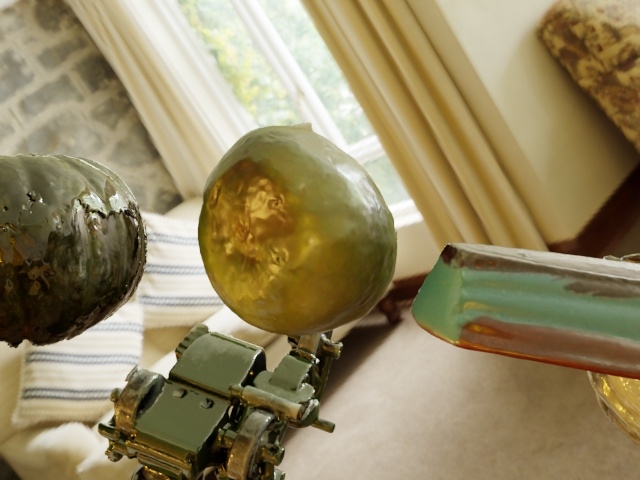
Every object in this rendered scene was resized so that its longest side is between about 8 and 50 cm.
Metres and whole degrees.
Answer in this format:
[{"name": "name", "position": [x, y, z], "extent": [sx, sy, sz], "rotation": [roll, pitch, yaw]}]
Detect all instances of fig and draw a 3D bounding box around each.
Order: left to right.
[{"name": "fig", "position": [-0.016, 0.000, 0.765], "extent": [0.167, 0.167, 0.233], "rotation": [-33, -14, -1]}]

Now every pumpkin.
[{"name": "pumpkin", "position": [-0.335, 0.007, 0.961], "extent": [0.321, 0.192, 0.320], "rotation": [-2, 0, 0]}]

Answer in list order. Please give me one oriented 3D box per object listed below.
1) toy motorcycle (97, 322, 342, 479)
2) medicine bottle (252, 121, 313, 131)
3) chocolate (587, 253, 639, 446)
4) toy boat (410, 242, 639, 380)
[{"name": "toy motorcycle", "position": [-0.098, 0.172, 0.987], "extent": [0.205, 0.127, 0.275], "rotation": [17, 36, 15]}, {"name": "medicine bottle", "position": [-0.053, -0.139, 1.327], "extent": [0.089, 0.057, 0.057], "rotation": [-9, 12, -1]}, {"name": "chocolate", "position": [0.434, 0.149, 1.027], "extent": [0.303, 0.303, 0.212], "rotation": [-173, 100, -72]}, {"name": "toy boat", "position": [0.255, 0.064, 0.609], "extent": [0.392, 0.079, 0.136], "rotation": [9, 8, -15]}]
